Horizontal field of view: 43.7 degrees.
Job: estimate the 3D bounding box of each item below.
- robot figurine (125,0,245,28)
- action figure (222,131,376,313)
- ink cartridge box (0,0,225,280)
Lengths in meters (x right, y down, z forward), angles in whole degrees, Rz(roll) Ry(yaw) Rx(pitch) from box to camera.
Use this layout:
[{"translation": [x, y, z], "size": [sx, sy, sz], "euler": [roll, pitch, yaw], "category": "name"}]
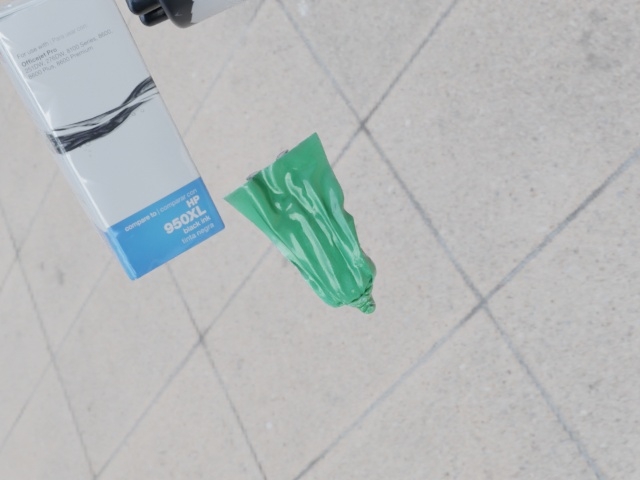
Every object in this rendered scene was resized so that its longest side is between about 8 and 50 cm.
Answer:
[{"translation": [-0.197, -0.461, 1.335], "size": [0.278, 0.174, 0.209], "euler": [-24, 33, 4], "category": "robot figurine"}, {"translation": [0.000, 0.000, 0.992], "size": [0.232, 0.137, 0.063], "euler": [56, 180, -13], "category": "action figure"}, {"translation": [-0.329, -0.177, 1.187], "size": [0.285, 0.166, 0.395], "euler": [32, 149, 60], "category": "ink cartridge box"}]
